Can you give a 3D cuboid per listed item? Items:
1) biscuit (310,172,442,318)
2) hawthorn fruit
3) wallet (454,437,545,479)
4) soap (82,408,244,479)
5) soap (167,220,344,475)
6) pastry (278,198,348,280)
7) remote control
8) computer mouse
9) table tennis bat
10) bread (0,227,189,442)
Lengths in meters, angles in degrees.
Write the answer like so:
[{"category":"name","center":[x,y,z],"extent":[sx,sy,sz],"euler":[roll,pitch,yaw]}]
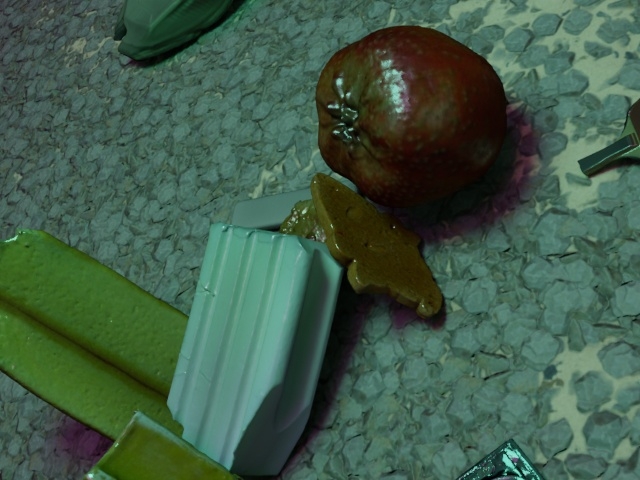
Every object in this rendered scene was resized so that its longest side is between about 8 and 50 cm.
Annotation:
[{"category":"biscuit","center":[0.075,0.008,1.208],"extent":[0.280,0.183,0.043],"euler":[46,128,16]},{"category":"hawthorn fruit","center":[0.163,-0.194,1.232],"extent":[0.287,0.330,0.287],"euler":[26,122,52]},{"category":"wallet","center":[0.213,0.316,1.017],"extent":[0.129,0.026,0.088],"euler":[-40,48,6]},{"category":"soap","center":[-0.193,0.436,1.140],"extent":[0.169,0.338,0.304],"euler":[-54,-1,-42]},{"category":"soap","center":[-0.100,0.158,1.201],"extent":[0.208,0.115,0.347],"euler":[9,84,41]},{"category":"pastry","center":[0.003,0.000,1.307],"extent":[0.153,0.081,0.153],"euler":[-17,59,30]},{"category":"remote control","center":[-0.045,-0.055,1.417],"extent":[0.260,0.029,0.067],"euler":[-9,60,31]},{"category":"computer mouse","center":[-0.294,-0.563,1.820],"extent":[0.429,0.145,0.228],"euler":[-35,55,25]},{"category":"table tennis bat","center":[0.460,-0.149,1.123],"extent":[0.220,0.019,0.130],"euler":[-30,51,31]},{"category":"bread","center":[-0.349,0.162,1.253],"extent":[0.244,0.361,0.233],"euler":[18,72,42]}]
